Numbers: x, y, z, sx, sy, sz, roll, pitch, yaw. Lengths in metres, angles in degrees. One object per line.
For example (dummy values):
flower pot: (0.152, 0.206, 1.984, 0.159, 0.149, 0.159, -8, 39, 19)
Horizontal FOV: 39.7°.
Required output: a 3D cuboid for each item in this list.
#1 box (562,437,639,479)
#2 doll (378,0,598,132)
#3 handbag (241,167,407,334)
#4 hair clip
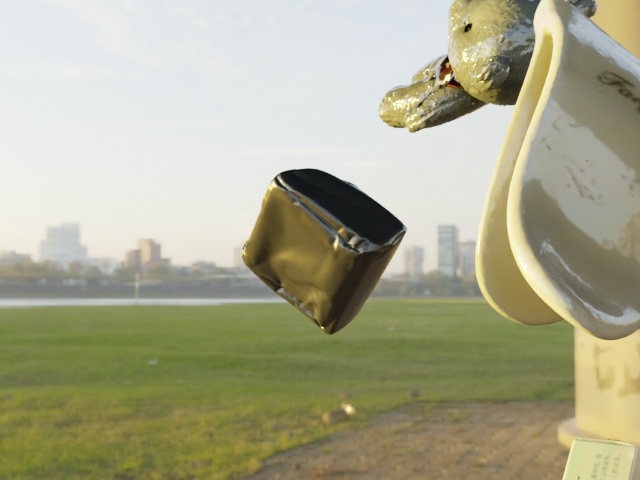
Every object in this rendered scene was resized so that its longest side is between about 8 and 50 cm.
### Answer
box: (0.302, 0.366, 0.982, 0.079, 0.269, 0.135, -1, -45, 34)
doll: (0.193, -0.251, 1.215, 0.246, 0.158, 0.340, -44, 23, -22)
handbag: (0.003, -0.001, 1.736, 0.178, 0.275, 0.302, -36, -19, -37)
hair clip: (0.190, -0.051, 0.591, 0.172, 0.282, 0.113, 36, -24, -7)
